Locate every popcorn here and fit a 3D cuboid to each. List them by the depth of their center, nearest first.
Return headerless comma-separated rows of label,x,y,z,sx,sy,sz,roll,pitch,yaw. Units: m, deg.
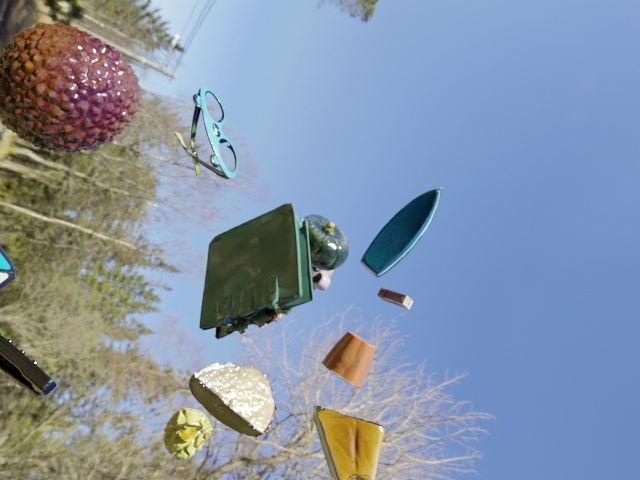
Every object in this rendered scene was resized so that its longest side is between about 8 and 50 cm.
popcorn,-0.398,0.568,1.337,0.136,0.141,0.162,51,-19,20

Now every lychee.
lychee,-0.377,-0.217,0.669,0.188,0.188,0.188,-33,-134,42

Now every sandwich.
sandwich,0.063,0.659,1.431,0.155,0.227,0.199,113,-5,-66

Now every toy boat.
toy boat,0.224,-0.033,1.194,0.096,0.062,0.299,41,-89,17

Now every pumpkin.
pumpkin,0.000,0.001,1.492,0.152,0.211,0.212,-48,-144,11

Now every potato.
potato,-0.168,0.284,0.837,0.089,0.172,0.101,-40,-165,41

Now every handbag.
handbag,-0.142,0.073,1.045,0.268,0.100,0.274,-25,-132,18

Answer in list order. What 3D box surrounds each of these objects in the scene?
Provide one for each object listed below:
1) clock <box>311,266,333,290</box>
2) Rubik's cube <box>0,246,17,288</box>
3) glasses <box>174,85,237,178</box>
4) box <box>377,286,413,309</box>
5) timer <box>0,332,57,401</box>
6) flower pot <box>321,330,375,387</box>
clock,-0.063,0.095,1.689,0.247,0.090,0.228,-4,-123,33
Rubik's cube,-0.927,0.054,1.032,0.246,0.250,0.248,-3,-147,23
glasses,-0.299,-0.268,1.189,0.206,0.102,0.239,-6,-81,56
box,0.255,0.198,1.545,0.117,0.050,0.036,14,-111,44
timer,-0.694,0.294,1.031,0.144,0.187,0.055,-38,-170,50
flower pot,0.125,0.474,1.834,0.190,0.190,0.173,19,-104,58
